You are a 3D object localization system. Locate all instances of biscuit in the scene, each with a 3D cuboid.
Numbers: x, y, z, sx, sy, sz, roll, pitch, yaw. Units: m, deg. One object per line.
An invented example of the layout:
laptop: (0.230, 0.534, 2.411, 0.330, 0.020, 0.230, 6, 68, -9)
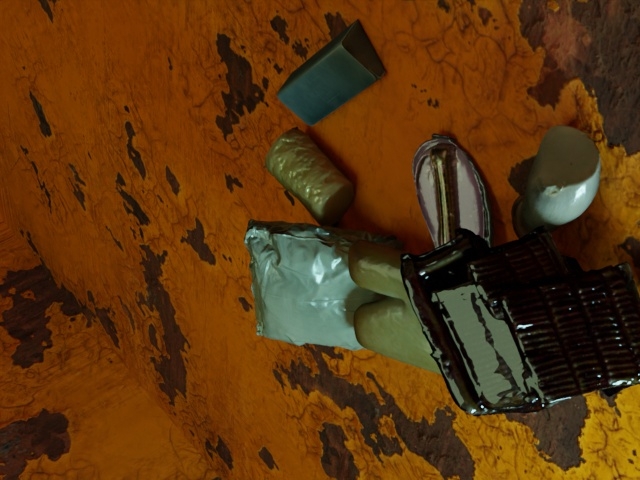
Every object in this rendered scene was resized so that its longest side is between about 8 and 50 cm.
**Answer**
biscuit: (0.177, 0.127, 2.041, 0.290, 0.062, 0.237, 18, 131, 28)

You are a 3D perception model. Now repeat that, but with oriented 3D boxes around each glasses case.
glasses case: (0.010, -0.277, 2.031, 0.105, 0.056, 0.266, 62, 152, -1)

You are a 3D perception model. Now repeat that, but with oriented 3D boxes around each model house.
model house: (0.331, 0.100, 1.706, 0.282, 0.297, 0.317, -25, 85, 34)

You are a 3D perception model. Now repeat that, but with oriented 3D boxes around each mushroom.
mushroom: (0.331, -0.063, 1.670, 0.225, 0.093, 0.116, 92, 170, -58)

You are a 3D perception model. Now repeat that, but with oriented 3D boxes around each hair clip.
hair clip: (0.213, 0.009, 1.885, 0.110, 0.095, 0.359, -167, 75, -67)

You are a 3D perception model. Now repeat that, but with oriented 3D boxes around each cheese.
cheese: (-0.021, -0.115, 2.184, 0.167, 0.093, 0.123, 48, 155, 22)

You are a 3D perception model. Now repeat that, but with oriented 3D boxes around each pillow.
pillow: (0.007, 0.090, 2.207, 0.283, 0.138, 0.310, 4, 135, 5)

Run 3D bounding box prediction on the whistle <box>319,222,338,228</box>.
whistle: (0.000, 0.000, 2.319, 0.033, 0.033, 0.176, 54, 151, 13)
